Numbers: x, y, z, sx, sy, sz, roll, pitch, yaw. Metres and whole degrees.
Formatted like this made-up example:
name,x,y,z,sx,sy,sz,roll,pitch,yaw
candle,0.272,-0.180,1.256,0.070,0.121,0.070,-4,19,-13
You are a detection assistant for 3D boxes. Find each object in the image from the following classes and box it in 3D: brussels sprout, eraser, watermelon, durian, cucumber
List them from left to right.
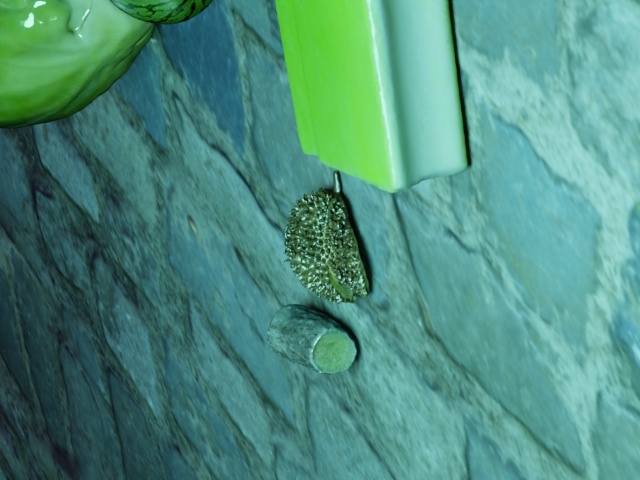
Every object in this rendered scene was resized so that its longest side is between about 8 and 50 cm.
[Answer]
name,x,y,z,sx,sy,sz,roll,pitch,yaw
brussels sprout,-0.334,-0.274,2.190,0.355,0.289,0.281,-11,85,44
watermelon,-0.160,-0.286,1.966,0.187,0.141,0.140,43,143,44
cucumber,-0.007,0.106,2.008,0.112,0.064,0.064,23,127,55
durian,0.000,0.001,1.914,0.110,0.071,0.140,25,123,59
eraser,0.032,-0.196,1.679,0.210,0.092,0.274,26,131,60
